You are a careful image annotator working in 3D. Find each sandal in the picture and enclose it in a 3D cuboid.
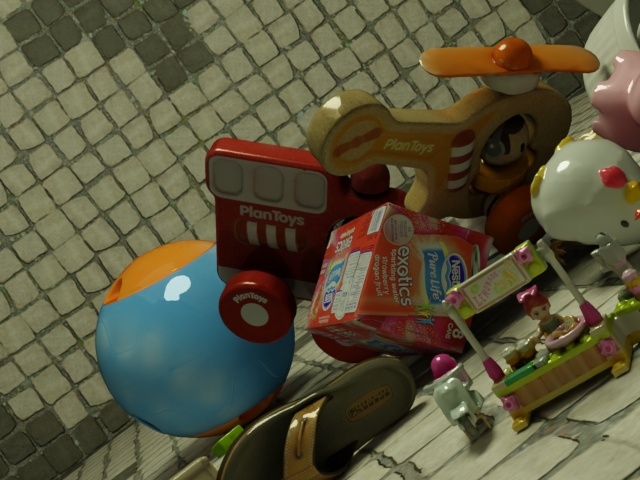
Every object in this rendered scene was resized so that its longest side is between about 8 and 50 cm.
[{"bbox_3d":[0.002,0.183,1.020,0.219,0.090,0.060,-29,22,-16],"label":"sandal"}]

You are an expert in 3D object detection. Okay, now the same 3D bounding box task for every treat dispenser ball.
[{"bbox_3d":[-0.180,0.142,1.670,0.288,0.288,0.288,-36,2,2],"label":"treat dispenser ball"}]

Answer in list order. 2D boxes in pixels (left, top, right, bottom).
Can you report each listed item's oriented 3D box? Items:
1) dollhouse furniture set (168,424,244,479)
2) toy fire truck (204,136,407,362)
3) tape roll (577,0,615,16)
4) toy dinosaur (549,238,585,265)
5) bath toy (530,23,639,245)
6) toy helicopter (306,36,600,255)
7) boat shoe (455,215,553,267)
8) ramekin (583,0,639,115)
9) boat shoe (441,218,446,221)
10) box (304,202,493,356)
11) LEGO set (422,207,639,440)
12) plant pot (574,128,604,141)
[{"bbox_3d":[-0.091,0.241,1.151,0.152,0.076,0.058,-35,-11,-32],"label":"dollhouse furniture set"},{"bbox_3d":[0.000,0.000,1.481,0.169,0.302,0.253,-64,-21,-51],"label":"toy fire truck"},{"bbox_3d":[0.418,-0.323,1.333,0.072,0.392,0.392,-65,5,-4],"label":"tape roll"},{"bbox_3d":[0.283,-0.019,1.196,0.112,0.064,0.211,-16,3,-23],"label":"toy dinosaur"},{"bbox_3d":[0.321,-0.136,1.034,0.348,0.129,0.151,-55,-27,-13],"label":"bath toy"},{"bbox_3d":[0.137,-0.114,1.172,0.355,0.140,0.235,0,-50,-43],"label":"toy helicopter"},{"bbox_3d":[0.251,-0.081,1.492,0.136,0.156,0.367,-34,3,36],"label":"boat shoe"},{"bbox_3d":[0.379,-0.183,1.226,0.207,0.207,0.109,-38,-6,-34],"label":"ramekin"},{"bbox_3d":[0.112,0.043,1.719,0.113,0.105,0.306,-33,6,-33],"label":"boat shoe"},{"bbox_3d":[0.077,0.051,1.256,0.257,0.123,0.128,152,135,-76],"label":"box"},{"bbox_3d":[0.190,0.026,0.819,0.287,0.107,0.132,-36,2,2],"label":"LEGO set"},{"bbox_3d":[0.423,-0.143,1.802,0.236,0.032,0.236,-35,3,2],"label":"plant pot"}]
